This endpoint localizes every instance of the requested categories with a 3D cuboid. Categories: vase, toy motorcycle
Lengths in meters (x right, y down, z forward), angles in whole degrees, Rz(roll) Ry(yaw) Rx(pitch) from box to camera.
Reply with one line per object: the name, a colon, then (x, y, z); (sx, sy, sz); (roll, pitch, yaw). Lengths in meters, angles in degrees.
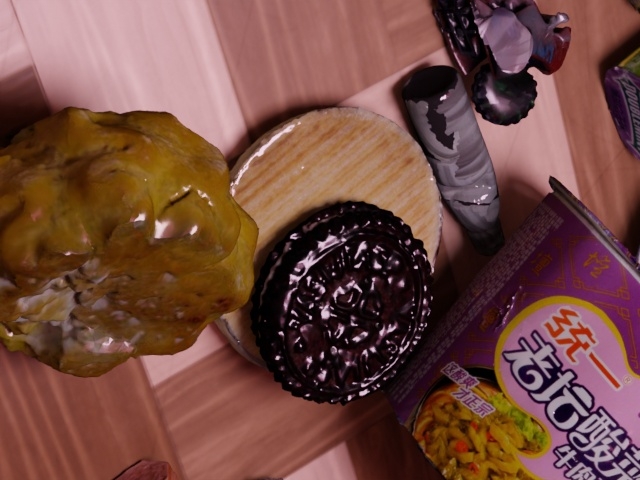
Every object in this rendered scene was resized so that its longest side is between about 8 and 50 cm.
vase: (0.135, -0.069, 1.825); (0.060, 0.060, 0.211); (-36, 128, -18)
toy motorcycle: (0.166, -0.217, 1.776); (0.122, 0.082, 0.213); (-37, 115, -25)

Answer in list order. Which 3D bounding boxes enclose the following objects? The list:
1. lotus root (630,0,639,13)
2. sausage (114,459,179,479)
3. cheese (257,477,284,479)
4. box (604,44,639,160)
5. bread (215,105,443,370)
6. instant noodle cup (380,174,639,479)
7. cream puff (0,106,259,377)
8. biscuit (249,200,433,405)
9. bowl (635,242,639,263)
lotus root: (0.345, -0.292, 1.872); (0.088, 0.088, 0.165); (6, 113, -35)
sausage: (-0.134, 0.283, 1.774); (0.065, 0.065, 0.169); (-34, 122, -19)
cheese: (-0.070, 0.349, 1.854); (0.106, 0.037, 0.256); (12, 101, -38)
box: (0.446, -0.221, 1.955); (0.345, 0.097, 0.134); (-39, 132, -16)
bread: (0.000, 0.000, 1.771); (0.267, 0.040, 0.267); (-12, 114, -29)
instant noodle cup: (0.235, 0.150, 1.810); (0.266, 0.340, 0.340); (-42, 126, 3)
cream puff: (-0.191, -0.014, 1.571); (0.282, 0.185, 0.282); (-13, 151, -7)
biscuit: (0.021, 0.058, 1.747); (0.194, 0.053, 0.194); (-13, 114, -30)
bowl: (0.451, 0.012, 1.991); (0.126, 0.237, 0.238); (-63, 147, -59)
